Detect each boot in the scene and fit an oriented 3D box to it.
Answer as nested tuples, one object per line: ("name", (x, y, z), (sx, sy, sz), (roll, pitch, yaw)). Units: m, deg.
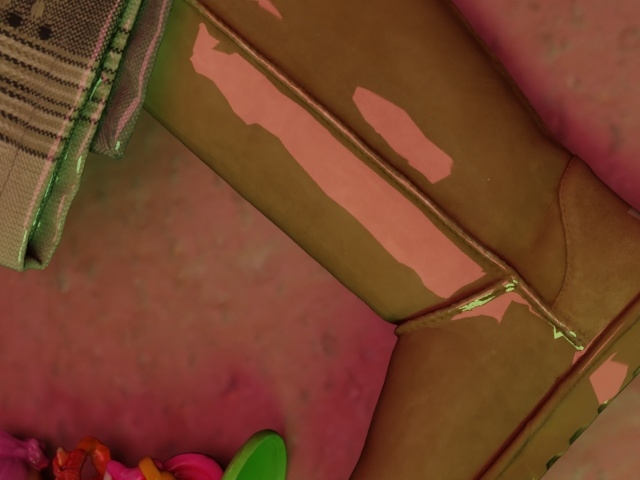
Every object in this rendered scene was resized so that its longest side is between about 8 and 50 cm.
("boot", (0.000, 0.000, 0.831), (0.269, 0.089, 0.236), (44, 80, 6))

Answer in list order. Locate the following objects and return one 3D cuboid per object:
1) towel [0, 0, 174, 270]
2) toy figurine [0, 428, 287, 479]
("towel", (-0.181, -0.172, 0.856), (0.324, 0.056, 0.312), (23, 94, 28))
("toy figurine", (-0.120, 0.137, 0.862), (0.159, 0.130, 0.173), (19, 73, 20))
